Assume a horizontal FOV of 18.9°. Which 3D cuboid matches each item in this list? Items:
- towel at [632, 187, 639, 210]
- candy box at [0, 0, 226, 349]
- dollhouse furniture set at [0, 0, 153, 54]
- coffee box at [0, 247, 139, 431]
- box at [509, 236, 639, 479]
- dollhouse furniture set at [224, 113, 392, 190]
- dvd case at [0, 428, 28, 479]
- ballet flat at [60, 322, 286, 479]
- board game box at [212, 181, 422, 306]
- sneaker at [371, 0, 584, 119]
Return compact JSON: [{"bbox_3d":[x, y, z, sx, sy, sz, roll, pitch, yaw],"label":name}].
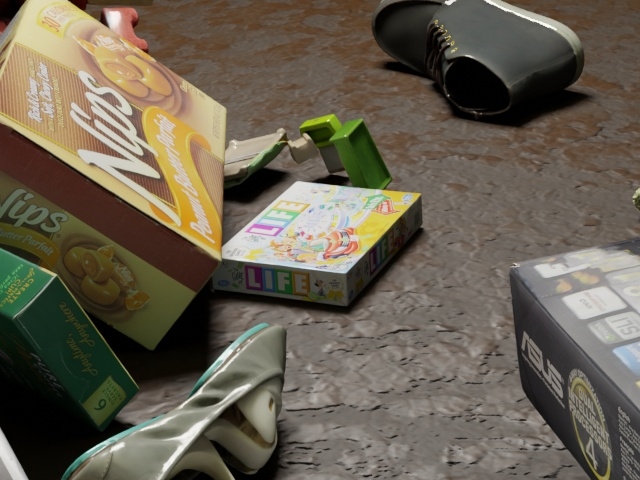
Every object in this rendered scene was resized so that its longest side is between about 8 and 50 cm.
[{"bbox_3d":[0.318,-0.032,1.433,0.148,0.027,0.110,13,28,31],"label":"towel"},{"bbox_3d":[-0.164,-0.063,1.376,0.183,0.087,0.316,33,18,-14],"label":"candy box"},{"bbox_3d":[-0.285,-0.252,1.833,0.152,0.201,0.374,-11,30,-20],"label":"dollhouse furniture set"},{"bbox_3d":[-0.201,0.045,1.199,0.184,0.113,0.040,21,60,46],"label":"coffee box"},{"bbox_3d":[0.303,0.086,0.935,0.318,0.097,0.395,-13,23,-8],"label":"box"},{"bbox_3d":[-0.021,-0.053,1.531,0.151,0.058,0.076,-11,23,34],"label":"dollhouse furniture set"},{"bbox_3d":[-0.278,0.105,1.069,0.179,0.029,0.239,-15,46,-26],"label":"dvd case"},{"bbox_3d":[-0.065,0.117,1.093,0.068,0.072,0.213,36,37,15],"label":"ballet flat"},{"bbox_3d":[0.000,0.000,1.395,0.103,0.026,0.154,6,24,21],"label":"board game box"},{"bbox_3d":[0.114,-0.174,1.725,0.222,0.083,0.118,16,30,36],"label":"sneaker"}]
